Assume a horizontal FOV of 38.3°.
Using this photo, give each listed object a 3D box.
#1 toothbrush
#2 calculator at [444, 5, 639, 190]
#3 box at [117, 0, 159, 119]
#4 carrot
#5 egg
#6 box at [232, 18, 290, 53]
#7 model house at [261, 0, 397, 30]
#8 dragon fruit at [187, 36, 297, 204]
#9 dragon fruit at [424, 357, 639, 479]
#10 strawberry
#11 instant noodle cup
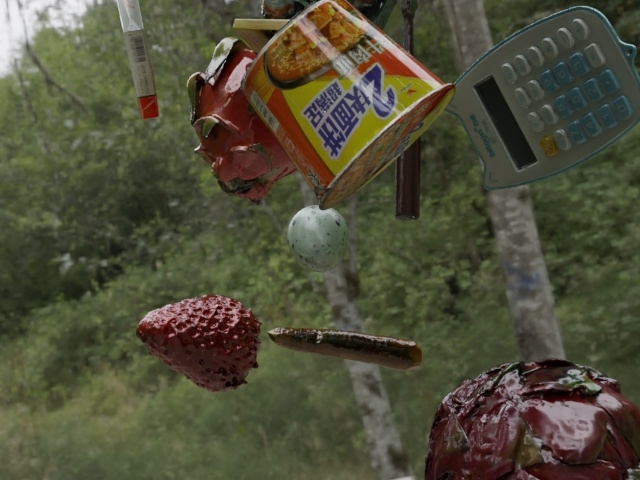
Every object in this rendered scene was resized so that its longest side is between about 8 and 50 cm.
[{"bbox_3d":[0.138,-0.209,1.437,0.041,0.363,0.041,2,-9,0],"label":"toothbrush"},{"bbox_3d":[0.396,-0.247,1.621,0.054,0.256,0.386,-27,-1,-40],"label":"calculator"},{"bbox_3d":[-0.292,-0.312,1.461,0.035,0.139,0.245,-12,-23,-9],"label":"box"},{"bbox_3d":[0.047,0.210,1.825,0.314,0.066,0.066,9,-15,-11],"label":"carrot"},{"bbox_3d":[0.000,0.000,1.897,0.131,0.164,0.131,-10,-48,-11],"label":"egg"},{"bbox_3d":[-0.054,-0.321,1.461,0.155,0.023,0.087,9,-18,31],"label":"box"},{"bbox_3d":[0.003,-0.508,1.754,0.253,0.184,0.291,22,-13,11],"label":"model house"},{"bbox_3d":[-0.110,-0.188,1.471,0.224,0.227,0.224,-3,-43,-3],"label":"dragon fruit"},{"bbox_3d":[0.293,0.307,1.213,0.329,0.329,0.329,-11,-11,-2],"label":"dragon fruit"},{"bbox_3d":[-0.250,0.199,1.822,0.244,0.205,0.205,14,-25,-40],"label":"strawberry"},{"bbox_3d":[0.022,-0.165,1.064,0.213,0.174,0.213,-41,-7,-6],"label":"instant noodle cup"}]
